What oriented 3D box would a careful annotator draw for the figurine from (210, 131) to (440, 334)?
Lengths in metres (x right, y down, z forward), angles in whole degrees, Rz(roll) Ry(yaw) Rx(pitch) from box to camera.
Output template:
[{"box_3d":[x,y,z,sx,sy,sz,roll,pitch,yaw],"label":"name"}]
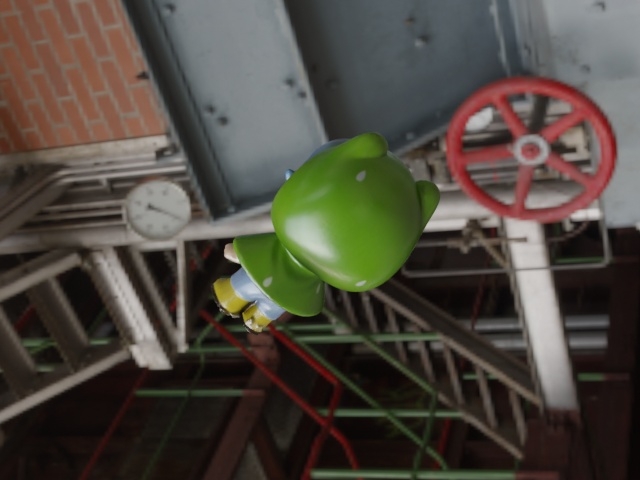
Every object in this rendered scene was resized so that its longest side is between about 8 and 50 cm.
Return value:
[{"box_3d":[0.000,0.000,1.087,0.162,0.263,0.143,42,-159,-18],"label":"figurine"}]
